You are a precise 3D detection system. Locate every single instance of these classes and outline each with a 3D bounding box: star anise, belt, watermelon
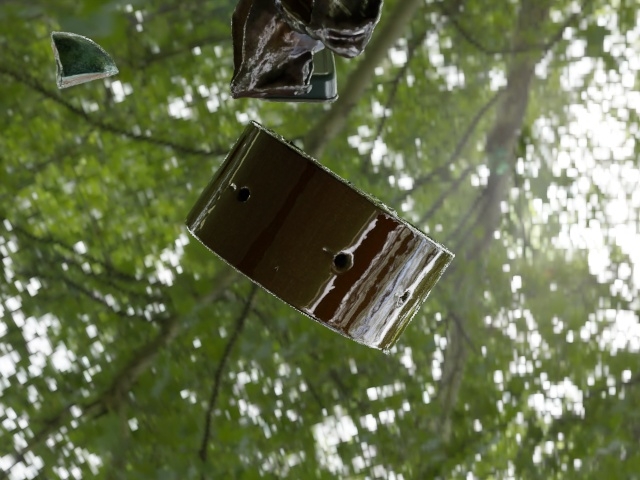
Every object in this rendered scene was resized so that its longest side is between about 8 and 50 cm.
[{"bbox_3d":[0.019,-0.214,1.029,0.099,0.220,0.214,26,-136,-26],"label":"star anise"},{"bbox_3d":[0.000,0.000,1.227,0.217,0.338,0.122,34,-87,13],"label":"belt"},{"bbox_3d":[-0.260,-0.185,1.463,0.061,0.085,0.085,-47,-134,24],"label":"watermelon"}]

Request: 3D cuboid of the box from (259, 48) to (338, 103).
[{"bbox_3d":[-0.028,-0.191,1.488,0.091,0.031,0.126,1,-147,-3],"label":"box"}]
